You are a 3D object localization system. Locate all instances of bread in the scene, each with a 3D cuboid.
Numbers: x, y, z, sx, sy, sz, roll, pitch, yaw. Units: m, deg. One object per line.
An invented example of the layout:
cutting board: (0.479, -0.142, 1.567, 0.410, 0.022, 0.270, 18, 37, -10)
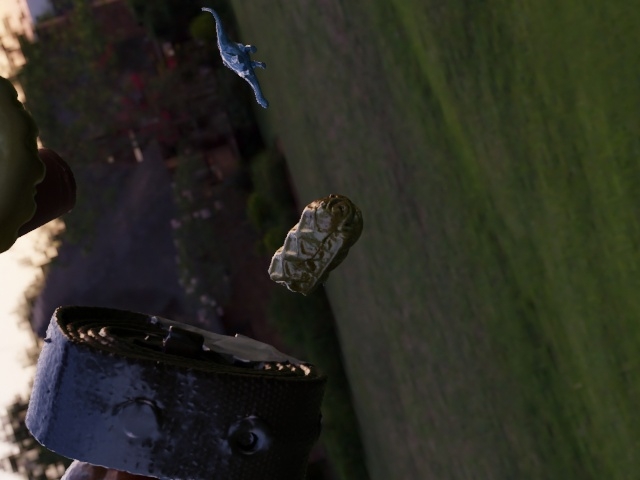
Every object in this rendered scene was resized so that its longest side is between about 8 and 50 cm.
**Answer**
bread: (-0.346, -0.067, 1.130, 0.105, 0.213, 0.213, 98, 153, -71)
bread: (0.000, 0.000, 1.253, 0.110, 0.066, 0.060, -55, 38, 34)

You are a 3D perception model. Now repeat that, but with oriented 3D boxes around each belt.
belt: (-0.144, 0.170, 1.266, 0.184, 0.289, 0.164, -131, 54, -76)

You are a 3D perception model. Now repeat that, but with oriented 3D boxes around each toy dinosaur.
toy dinosaur: (-0.135, -0.302, 2.090, 0.197, 0.045, 0.080, 57, 157, -20)

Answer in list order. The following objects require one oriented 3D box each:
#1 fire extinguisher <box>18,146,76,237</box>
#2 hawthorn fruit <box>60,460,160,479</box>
fire extinguisher: (-0.493, -0.026, 1.688, 0.147, 0.337, 0.106, 15, 121, 32)
hawthorn fruit: (-0.242, 0.338, 1.720, 0.181, 0.235, 0.181, 41, 148, 34)
